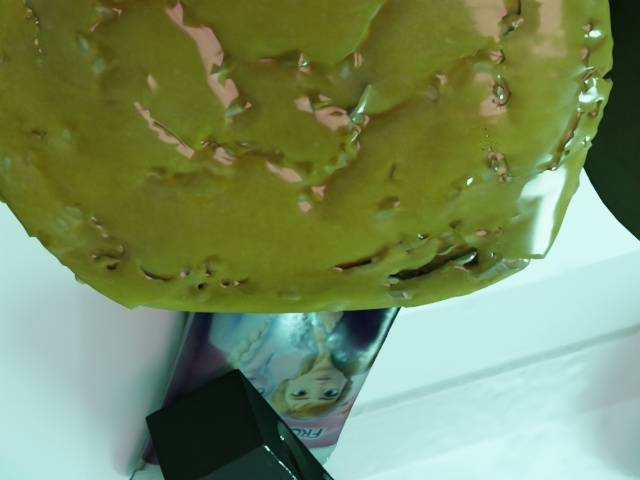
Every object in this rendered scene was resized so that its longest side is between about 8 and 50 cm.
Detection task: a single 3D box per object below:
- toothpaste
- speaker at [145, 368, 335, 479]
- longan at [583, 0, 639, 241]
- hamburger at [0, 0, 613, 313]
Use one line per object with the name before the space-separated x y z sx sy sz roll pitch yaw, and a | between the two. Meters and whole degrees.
toothpaste | 0.000 0.000 0.644 0.096 0.061 0.266 -1 129 -29
speaker | -0.011 0.122 0.710 0.046 0.040 0.191 -27 141 6
longan | 0.186 -0.084 0.593 0.220 0.196 0.196 -36 135 14
hamburger | -0.013 -0.075 0.502 0.213 0.108 0.214 2 125 3
